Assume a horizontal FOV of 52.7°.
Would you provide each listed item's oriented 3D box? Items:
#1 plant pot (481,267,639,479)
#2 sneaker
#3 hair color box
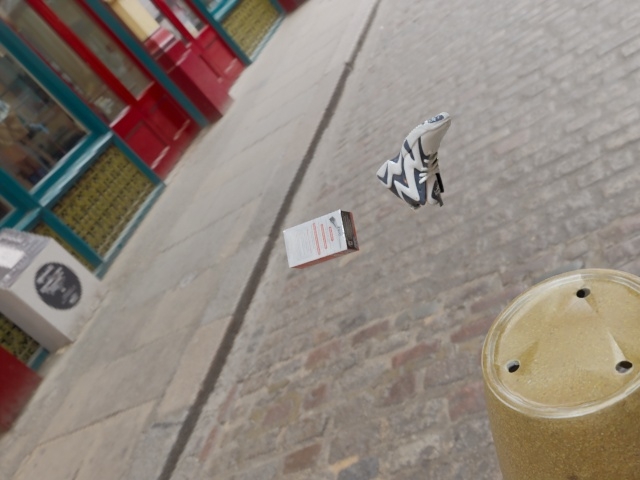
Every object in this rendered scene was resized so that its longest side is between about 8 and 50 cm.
[{"bbox_3d":[0.224,0.146,0.454,0.237,0.254,0.237,-28,28,17],"label":"plant pot"},{"bbox_3d":[0.233,-0.152,1.375,0.094,0.153,0.235,-28,-13,-47],"label":"sneaker"},{"bbox_3d":[0.000,0.000,1.468,0.167,0.053,0.093,-19,75,35],"label":"hair color box"}]
